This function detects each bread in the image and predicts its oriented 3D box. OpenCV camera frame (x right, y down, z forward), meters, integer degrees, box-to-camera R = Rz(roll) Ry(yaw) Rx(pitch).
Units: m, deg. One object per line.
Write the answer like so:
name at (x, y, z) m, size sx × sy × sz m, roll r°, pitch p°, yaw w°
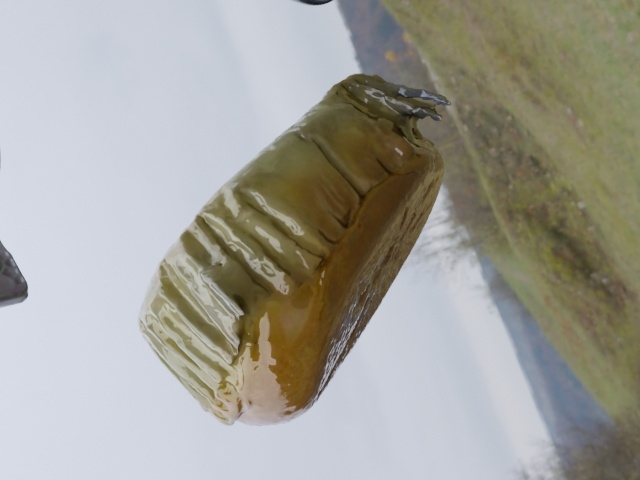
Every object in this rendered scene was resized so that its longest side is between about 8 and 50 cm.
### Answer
bread at (-0.004, 0.006, 0.892) m, size 0.183 × 0.236 × 0.388 m, roll 39°, pitch -128°, yaw 5°

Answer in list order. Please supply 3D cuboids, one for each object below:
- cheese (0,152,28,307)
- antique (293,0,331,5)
cheese at (-0.220, -0.032, 0.546) m, size 0.192 × 0.097 × 0.037 m, roll 52°, pitch 137°, yaw 28°
antique at (-0.058, -0.295, 0.581) m, size 0.185 × 0.255 × 0.322 m, roll 8°, pitch -166°, yaw -46°
